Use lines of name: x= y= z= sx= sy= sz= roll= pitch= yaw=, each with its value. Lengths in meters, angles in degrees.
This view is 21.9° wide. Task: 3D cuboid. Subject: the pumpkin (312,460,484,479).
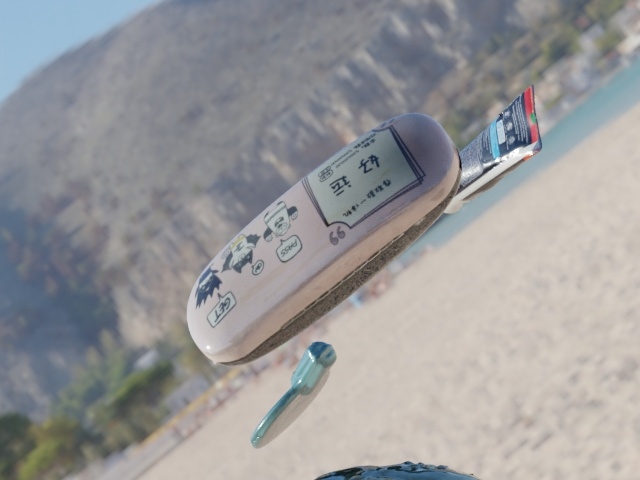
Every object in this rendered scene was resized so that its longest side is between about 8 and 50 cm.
pumpkin: x=0.051 y=0.303 z=1.026 sx=0.291 sy=0.257 sz=0.327 roll=8 pitch=77 yaw=60

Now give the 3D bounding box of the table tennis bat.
table tennis bat: x=-0.026 y=0.172 z=1.891 sx=0.124 sy=0.033 sz=0.201 roll=-40 pitch=-12 yaw=-35

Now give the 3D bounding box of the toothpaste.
toothpaste: x=0.171 y=-0.082 z=1.675 sx=0.045 sy=0.071 sz=0.193 roll=6 pitch=-26 yaw=-24

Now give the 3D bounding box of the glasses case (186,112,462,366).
glasses case: x=0.000 y=0.000 z=1.567 sx=0.314 sy=0.122 sz=0.075 roll=-38 pitch=-44 yaw=11
